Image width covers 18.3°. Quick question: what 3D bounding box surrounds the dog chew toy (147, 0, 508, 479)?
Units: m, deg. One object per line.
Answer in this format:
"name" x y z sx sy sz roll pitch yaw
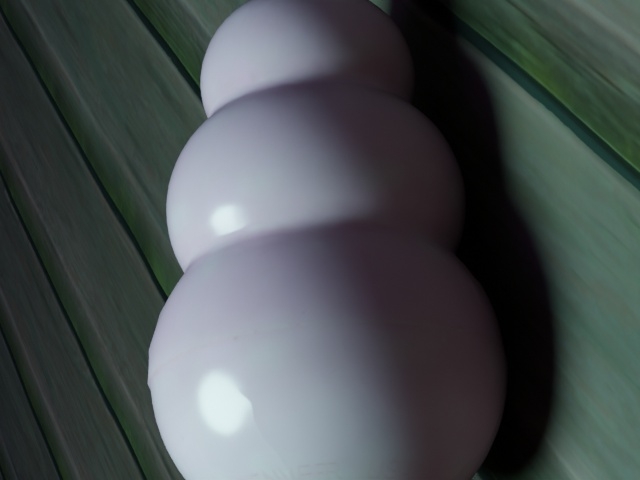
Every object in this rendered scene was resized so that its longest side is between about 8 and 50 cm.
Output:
"dog chew toy" 0.000 0.000 1.170 0.206 0.206 0.332 128 142 -64
